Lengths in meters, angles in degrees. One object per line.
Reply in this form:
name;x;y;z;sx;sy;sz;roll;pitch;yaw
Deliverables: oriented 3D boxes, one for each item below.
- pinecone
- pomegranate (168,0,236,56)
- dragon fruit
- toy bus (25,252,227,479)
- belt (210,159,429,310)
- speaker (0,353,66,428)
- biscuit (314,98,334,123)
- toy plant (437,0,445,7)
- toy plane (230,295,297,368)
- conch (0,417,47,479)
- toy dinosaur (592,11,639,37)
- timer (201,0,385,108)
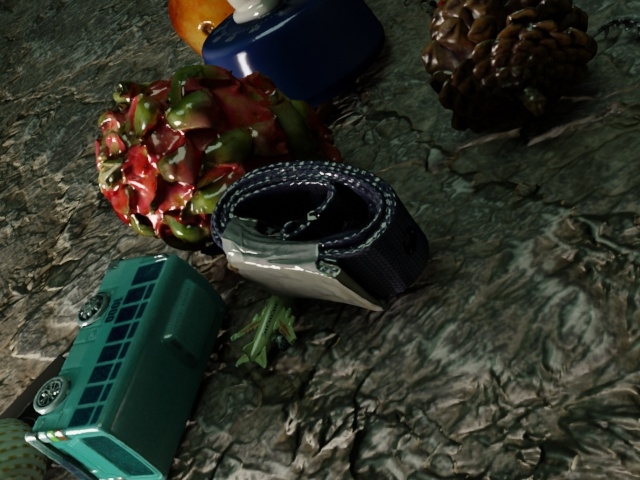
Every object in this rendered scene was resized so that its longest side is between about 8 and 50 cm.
pinecone;0.205;-0.218;1.031;0.186;0.168;0.212;-5;23;-4
pomegranate;-0.167;-0.419;1.601;0.209;0.209;0.209;-26;35;20
dragon fruit;-0.127;-0.099;1.136;0.237;0.303;0.231;-128;50;-68
toy bus;-0.209;0.140;1.044;0.147;0.128;0.256;-12;44;32
belt;0.000;0.000;0.981;0.231;0.126;0.139;5;62;33
speaker;-0.388;0.236;1.183;0.191;0.040;0.046;-48;32;-12
biscuit;-0.048;-0.169;1.352;0.118;0.023;0.140;6;54;47
toy plant;0.247;-0.429;1.317;0.240;0.088;0.154;-38;35;9
toy plane;-0.055;0.097;1.023;0.102;0.040;0.111;1;49;42
conch;-0.386;0.272;1.082;0.135;0.102;0.153;-47;21;3
toy dinosaur;0.389;-0.246;1.002;0.209;0.039;0.082;-1;50;44
timer;-0.104;-0.387;1.315;0.270;0.383;0.270;-25;27;14
